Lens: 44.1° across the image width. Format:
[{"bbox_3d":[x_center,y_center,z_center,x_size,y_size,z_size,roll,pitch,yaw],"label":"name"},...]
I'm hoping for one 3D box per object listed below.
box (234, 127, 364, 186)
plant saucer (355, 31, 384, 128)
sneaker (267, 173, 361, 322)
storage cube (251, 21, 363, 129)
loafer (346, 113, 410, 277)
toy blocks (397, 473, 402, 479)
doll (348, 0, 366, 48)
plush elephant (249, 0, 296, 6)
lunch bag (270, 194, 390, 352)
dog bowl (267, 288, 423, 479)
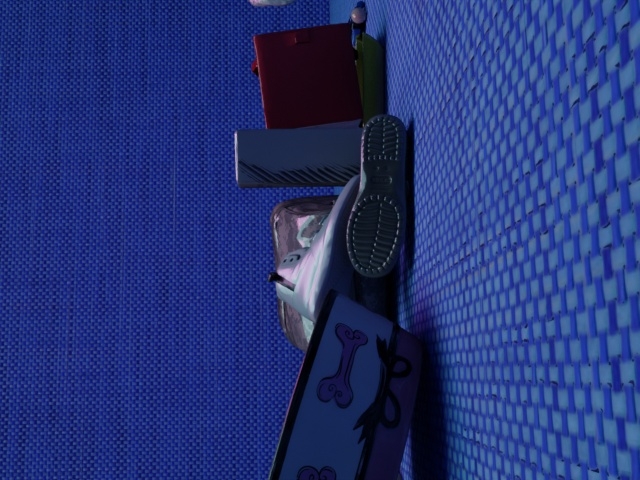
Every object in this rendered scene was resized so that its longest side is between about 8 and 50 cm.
[{"bbox_3d":[-0.006,-0.140,1.350,0.113,0.275,0.094,158,110,-88],"label":"box"},{"bbox_3d":[0.100,-0.322,1.602,0.188,0.045,0.188,-99,8,-78],"label":"plant saucer"},{"bbox_3d":[-0.001,0.000,1.311,0.151,0.094,0.255,19,87,49],"label":"sneaker"},{"bbox_3d":[-0.023,-0.300,1.573,0.183,0.215,0.193,113,149,-84],"label":"storage cube"},{"bbox_3d":[0.103,-0.066,1.223,0.087,0.095,0.251,-11,-69,-67],"label":"loafer"},{"bbox_3d":[0.112,0.374,1.429,0.148,0.054,0.123,-103,12,-81],"label":"toy blocks"},{"bbox_3d":[0.085,-0.527,1.961,0.189,0.046,0.129,145,134,-80],"label":"doll"},{"bbox_3d":[0.003,-0.451,1.057,0.255,0.272,0.329,-14,101,63],"label":"plush elephant"},{"bbox_3d":[0.026,0.069,1.487,0.256,0.213,0.304,-143,49,-80],"label":"lunch bag"},{"bbox_3d":[0.028,0.281,1.103,0.408,0.151,0.407,15,-90,-86],"label":"dog bowl"}]
